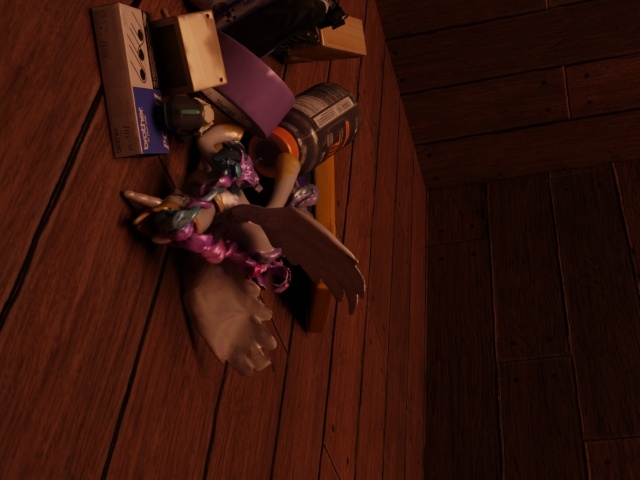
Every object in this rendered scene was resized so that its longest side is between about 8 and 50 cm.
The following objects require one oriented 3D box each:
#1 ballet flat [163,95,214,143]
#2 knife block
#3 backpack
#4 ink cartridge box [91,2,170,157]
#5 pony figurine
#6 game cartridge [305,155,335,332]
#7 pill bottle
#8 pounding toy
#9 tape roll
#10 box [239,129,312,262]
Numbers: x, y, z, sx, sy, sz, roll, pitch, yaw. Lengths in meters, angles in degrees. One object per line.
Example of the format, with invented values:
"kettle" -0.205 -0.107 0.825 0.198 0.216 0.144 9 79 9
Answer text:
"ballet flat" -0.194 -0.183 1.433 0.203 0.074 0.074 -147 -132 -83
"knife block" -0.004 -0.461 2.116 0.242 0.275 0.088 174 -91 -75
"backpack" -0.108 -0.468 1.722 0.213 0.276 0.263 52 27 -38
"ink cartridge box" -0.265 -0.221 1.344 0.097 0.046 0.207 -19 102 -75
"pony figurine" -0.115 -0.012 1.468 0.351 0.303 0.363 45 28 -10
"game cartridge" 0.000 0.000 2.044 0.285 0.052 0.324 100 -12 -65
"pill bottle" -0.033 -0.193 1.729 0.245 0.130 0.130 -41 123 -53
"pounding toy" -0.214 -0.288 1.436 0.100 0.141 0.130 -24 108 -46
"tape roll" -0.137 -0.255 1.563 0.080 0.189 0.189 -53 155 -6
"box" -0.086 -0.110 1.868 0.184 0.103 0.261 55 30 -66
